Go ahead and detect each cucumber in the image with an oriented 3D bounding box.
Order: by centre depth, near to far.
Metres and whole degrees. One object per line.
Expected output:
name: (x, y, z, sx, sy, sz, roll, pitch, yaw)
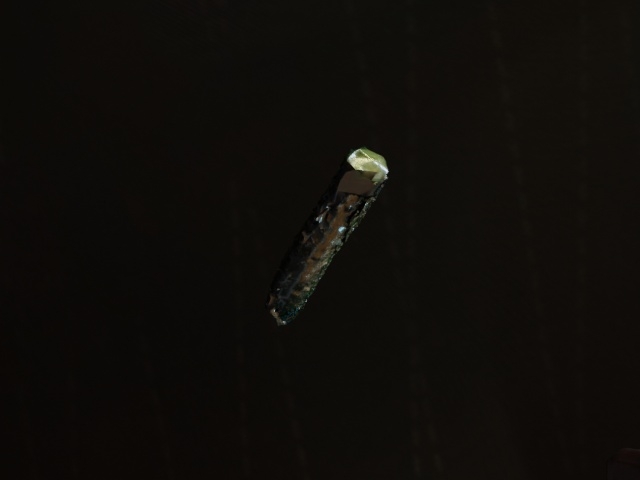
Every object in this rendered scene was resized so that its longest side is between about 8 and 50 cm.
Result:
cucumber: (-0.001, 0.000, 1.522, 0.043, 0.044, 0.256, 18, 141, -11)

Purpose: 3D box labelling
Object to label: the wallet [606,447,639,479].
wallet: (0.307, 0.273, 1.411, 0.049, 0.229, 0.182, 10, 87, -31)
